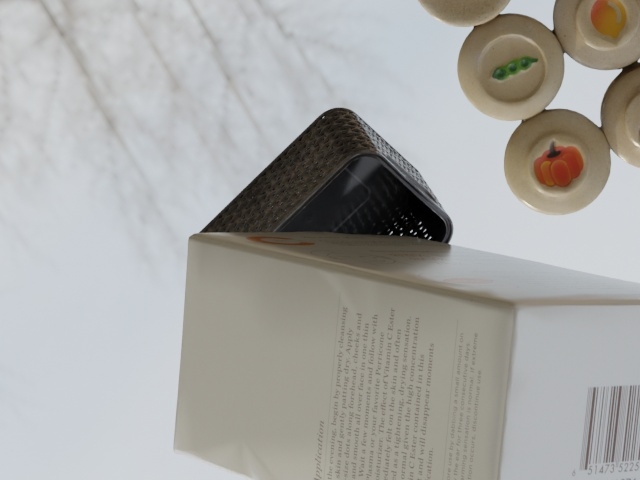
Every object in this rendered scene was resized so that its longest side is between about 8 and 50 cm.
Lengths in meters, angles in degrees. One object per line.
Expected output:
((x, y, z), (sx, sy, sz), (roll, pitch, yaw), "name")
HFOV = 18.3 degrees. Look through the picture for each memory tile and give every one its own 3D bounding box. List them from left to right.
((0.114, -0.083, 0.669), (0.148, 0.113, 0.012), (-25, -171, 7), "memory tile")

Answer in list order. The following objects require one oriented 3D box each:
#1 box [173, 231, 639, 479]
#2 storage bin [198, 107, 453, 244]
((0.084, 0.097, 1.372), (0.215, 0.168, 0.345), (1, -173, -38), "box")
((0.000, 0.000, 1.579), (0.180, 0.122, 0.084), (-43, -148, 10), "storage bin")
